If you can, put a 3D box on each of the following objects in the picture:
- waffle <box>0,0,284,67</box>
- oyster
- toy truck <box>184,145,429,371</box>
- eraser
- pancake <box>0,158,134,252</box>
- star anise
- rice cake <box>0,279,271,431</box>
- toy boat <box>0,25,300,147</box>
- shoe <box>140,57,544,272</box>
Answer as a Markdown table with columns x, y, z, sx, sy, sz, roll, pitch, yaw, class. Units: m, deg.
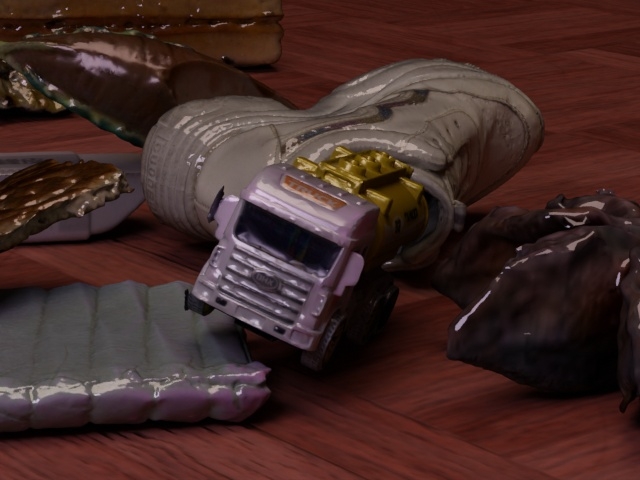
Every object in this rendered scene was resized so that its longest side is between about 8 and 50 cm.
| x | y | z | sx | sy | sz | roll | pitch | yaw | class |
| --- | --- | --- | --- | --- | --- | --- | --- | --- | --- |
| -0.251 | -0.274 | 2.263 | 0.376 | 0.114 | 0.261 | -3 | 16 | -13 | waffle |
| -0.364 | -0.174 | 1.965 | 0.223 | 0.083 | 0.214 | 1 | 16 | -26 | oyster |
| 0.000 | 0.000 | 1.203 | 0.098 | 0.114 | 0.227 | 25 | 12 | 11 | toy truck |
| -0.299 | -0.031 | 1.474 | 0.352 | 0.061 | 0.089 | -2 | 16 | -16 | eraser |
| -0.248 | 0.017 | 1.256 | 0.212 | 0.056 | 0.257 | -7 | 21 | 47 | pancake |
| 0.224 | 0.031 | 1.185 | 0.332 | 0.117 | 0.331 | 2 | 10 | 0 | star anise |
| -0.125 | 0.069 | 1.166 | 0.189 | 0.037 | 0.198 | -3 | 16 | -13 | rice cake |
| -0.118 | -0.107 | 1.504 | 0.293 | 0.108 | 0.099 | 23 | -24 | -32 | toy boat |
| 0.057 | -0.043 | 1.444 | 0.342 | 0.132 | 0.210 | -11 | 25 | -30 | shoe |
